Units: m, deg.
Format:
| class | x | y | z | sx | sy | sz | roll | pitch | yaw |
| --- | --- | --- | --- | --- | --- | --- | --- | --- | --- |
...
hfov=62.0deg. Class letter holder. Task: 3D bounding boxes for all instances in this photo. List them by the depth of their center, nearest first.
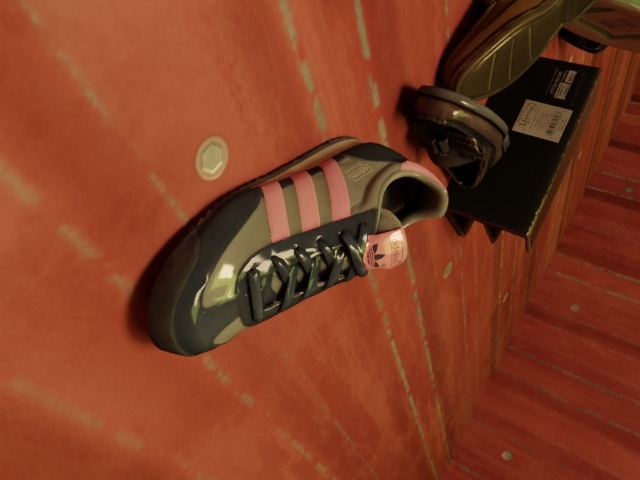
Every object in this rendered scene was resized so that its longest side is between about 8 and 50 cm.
| class | x | y | z | sx | sy | sz | roll | pitch | yaw |
| --- | --- | --- | --- | --- | --- | --- | --- | --- | --- |
| letter holder | 0.365 | -0.139 | 0.961 | 0.301 | 0.152 | 0.214 | -65 | 153 | -4 |

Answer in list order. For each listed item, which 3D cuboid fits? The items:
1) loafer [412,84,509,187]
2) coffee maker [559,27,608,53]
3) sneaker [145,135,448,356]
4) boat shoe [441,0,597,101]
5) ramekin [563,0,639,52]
| class | x | y | z | sx | sy | sz | roll | pitch | yaw |
| --- | --- | --- | --- | --- | --- | --- | --- | --- | --- |
| loafer | 0.197 | -0.130 | 0.741 | 0.302 | 0.109 | 0.095 | 3 | 111 | -62 |
| coffee maker | 0.597 | -0.488 | 1.128 | 0.178 | 0.120 | 0.171 | -57 | 150 | -16 |
| sneaker | 0.000 | 0.000 | 0.473 | 0.319 | 0.131 | 0.112 | -42 | 143 | -37 |
| boat shoe | 0.271 | -0.312 | 0.736 | 0.307 | 0.104 | 0.110 | -40 | 155 | -7 |
| ramekin | 0.500 | -0.414 | 0.851 | 0.303 | 0.303 | 0.148 | -4 | 120 | -58 |
